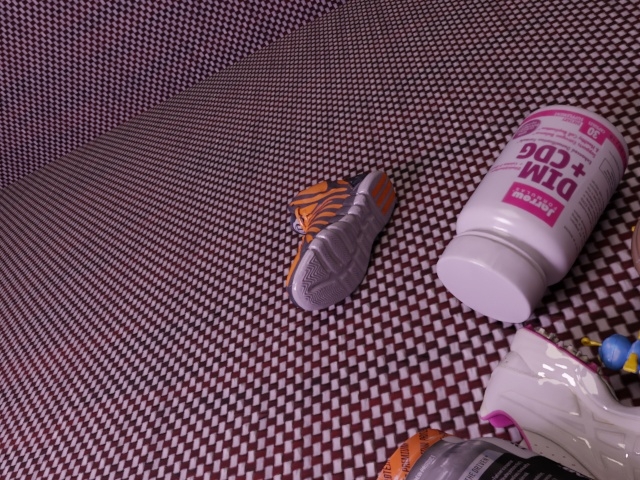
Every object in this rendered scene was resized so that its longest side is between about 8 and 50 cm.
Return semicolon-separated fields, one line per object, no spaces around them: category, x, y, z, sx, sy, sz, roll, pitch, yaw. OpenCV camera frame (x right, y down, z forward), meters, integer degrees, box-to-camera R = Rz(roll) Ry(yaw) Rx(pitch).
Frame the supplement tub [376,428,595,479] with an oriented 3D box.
supplement tub;0.198;0.290;0.443;0.316;0.193;0.193;15;60;45

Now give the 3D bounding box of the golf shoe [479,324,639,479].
golf shoe;0.289;0.214;0.543;0.140;0.115;0.306;-51;34;2

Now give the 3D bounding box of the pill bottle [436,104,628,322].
pill bottle;0.290;-0.037;0.752;0.160;0.160;0.283;16;61;46

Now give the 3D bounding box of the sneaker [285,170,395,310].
sneaker;0.000;0.000;0.989;0.180;0.124;0.321;-3;37;41

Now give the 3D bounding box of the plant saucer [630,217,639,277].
plant saucer;0.479;0.002;0.559;0.278;0.041;0.278;-13;39;11

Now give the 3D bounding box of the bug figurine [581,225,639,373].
bug figurine;0.429;0.072;0.588;0.216;0.072;0.279;16;50;38
